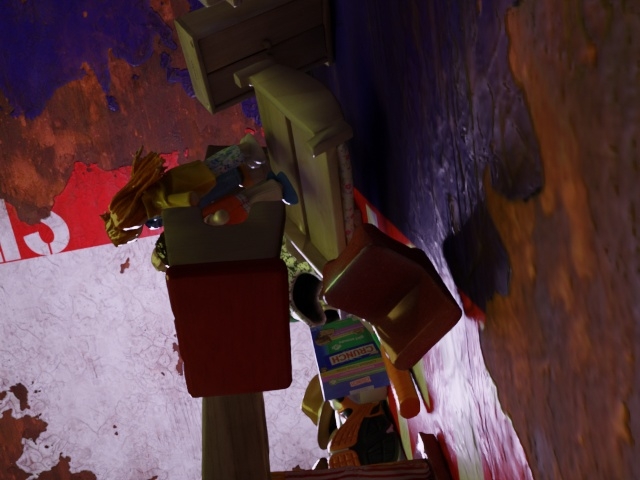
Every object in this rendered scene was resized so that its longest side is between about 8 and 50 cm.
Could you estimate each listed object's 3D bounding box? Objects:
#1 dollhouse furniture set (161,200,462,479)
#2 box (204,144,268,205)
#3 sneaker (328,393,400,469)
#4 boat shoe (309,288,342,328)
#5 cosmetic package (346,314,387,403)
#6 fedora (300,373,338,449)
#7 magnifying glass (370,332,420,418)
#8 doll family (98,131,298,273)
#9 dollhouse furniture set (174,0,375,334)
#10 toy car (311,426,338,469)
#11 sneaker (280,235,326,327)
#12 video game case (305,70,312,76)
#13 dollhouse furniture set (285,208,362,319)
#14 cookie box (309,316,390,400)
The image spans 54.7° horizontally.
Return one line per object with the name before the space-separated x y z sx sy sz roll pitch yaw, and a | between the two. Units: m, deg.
dollhouse furniture set | 0.013 0.161 0.438 0.152 0.201 0.374 -104 11 -52
box | -0.116 -0.074 1.213 0.167 0.203 0.169 55 -138 -66
sneaker | 0.069 0.296 0.879 0.262 0.099 0.121 -90 -16 -62
boat shoe | 0.000 0.130 1.243 0.302 0.113 0.103 89 175 -68
cosmetic package | 0.062 0.165 0.877 0.060 0.041 0.115 84 175 -53
fedora | 0.014 0.325 1.256 0.194 0.079 0.194 -49 -32 -47
magnifying glass | 0.070 0.101 0.682 0.231 0.026 0.092 -107 7 -59
doll family | -0.144 -0.040 0.647 0.118 0.163 0.263 61 163 -3
dollhouse furniture set | 0.014 -0.145 0.606 0.355 0.173 0.303 48 159 35
toy car | 0.069 0.400 1.158 0.155 0.148 0.189 139 149 -82
sneaker | -0.066 0.088 1.065 0.182 0.158 0.410 64 150 24
video game case | -0.026 -0.253 1.233 0.274 0.026 0.196 -160 59 -87
dollhouse furniture set | 0.000 0.000 0.889 0.182 0.101 0.161 -106 6 -61
cookie box | 0.039 0.143 0.776 0.107 0.091 0.040 -108 5 -63
